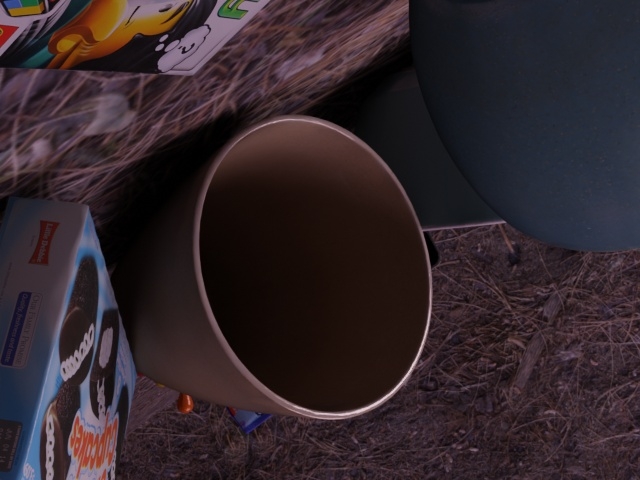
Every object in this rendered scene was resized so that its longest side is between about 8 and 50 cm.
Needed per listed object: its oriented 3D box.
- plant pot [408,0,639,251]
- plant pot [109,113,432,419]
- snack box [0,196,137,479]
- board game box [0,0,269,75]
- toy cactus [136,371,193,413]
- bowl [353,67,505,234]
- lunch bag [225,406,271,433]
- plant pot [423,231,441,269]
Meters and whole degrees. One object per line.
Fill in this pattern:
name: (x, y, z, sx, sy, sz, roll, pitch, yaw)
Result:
plant pot: (0.173, -0.163, 0.644, 0.290, 0.290, 0.195, -39, 137, 19)
plant pot: (-0.082, 0.049, 0.893, 0.256, 0.257, 0.274, -31, -173, -42)
snack box: (-0.197, 0.128, 0.722, 0.060, 0.187, 0.322, 7, 152, -1)
board game box: (-0.006, -0.178, 0.355, 0.305, 0.053, 0.193, -39, 173, 22)
toy cactus: (-0.147, 0.135, 1.249, 0.219, 0.112, 0.180, -18, -166, -10)
bowl: (0.158, -0.101, 1.019, 0.311, 0.163, 0.311, -7, -178, 0)
lunch bag: (-0.099, 0.180, 1.688, 0.293, 0.221, 0.138, -37, 174, 1)
plant pot: (0.000, 0.000, 1.191, 0.187, 0.188, 0.167, -32, -174, -40)
